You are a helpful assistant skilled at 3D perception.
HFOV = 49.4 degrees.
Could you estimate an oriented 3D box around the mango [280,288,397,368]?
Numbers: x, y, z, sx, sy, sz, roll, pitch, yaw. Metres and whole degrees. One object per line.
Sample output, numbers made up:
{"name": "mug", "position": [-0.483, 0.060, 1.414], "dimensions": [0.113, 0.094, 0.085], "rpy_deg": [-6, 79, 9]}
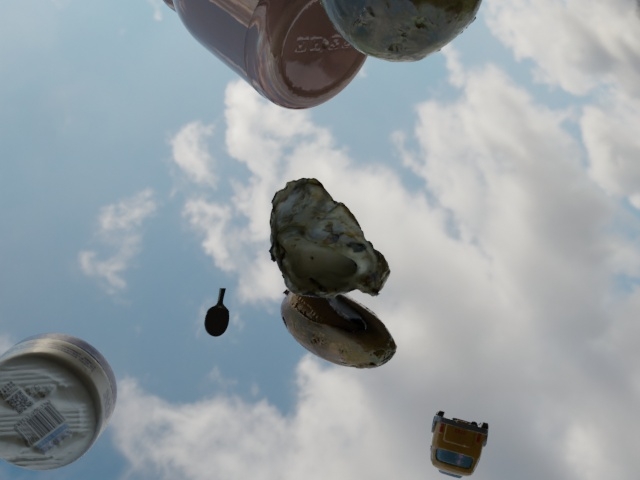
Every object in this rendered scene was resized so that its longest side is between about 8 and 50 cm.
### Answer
{"name": "mango", "position": [0.034, 0.160, 1.330], "dimensions": [0.249, 0.151, 0.156], "rpy_deg": [23, -150, 30]}

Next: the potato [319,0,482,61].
{"name": "potato", "position": [0.029, -0.222, 0.506], "dimensions": [0.081, 0.164, 0.200], "rpy_deg": [-36, -83, -46]}

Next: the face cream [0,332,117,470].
{"name": "face cream", "position": [-0.442, 0.260, 1.117], "dimensions": [0.206, 0.206, 0.111], "rpy_deg": [38, -170, -7]}

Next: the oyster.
{"name": "oyster", "position": [0.004, -0.005, 1.058], "dimensions": [0.294, 0.166, 0.094], "rpy_deg": [68, 180, -47]}

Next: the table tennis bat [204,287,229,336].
{"name": "table tennis bat", "position": [-0.172, 0.121, 1.174], "dimensions": [0.050, 0.007, 0.083], "rpy_deg": [17, -102, -44]}

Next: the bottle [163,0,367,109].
{"name": "bottle", "position": [-0.088, -0.306, 0.823], "dimensions": [0.297, 0.173, 0.206], "rpy_deg": [44, 168, 33]}

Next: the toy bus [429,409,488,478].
{"name": "toy bus", "position": [0.314, 0.475, 1.611], "dimensions": [0.126, 0.209, 0.136], "rpy_deg": [12, -102, 12]}
